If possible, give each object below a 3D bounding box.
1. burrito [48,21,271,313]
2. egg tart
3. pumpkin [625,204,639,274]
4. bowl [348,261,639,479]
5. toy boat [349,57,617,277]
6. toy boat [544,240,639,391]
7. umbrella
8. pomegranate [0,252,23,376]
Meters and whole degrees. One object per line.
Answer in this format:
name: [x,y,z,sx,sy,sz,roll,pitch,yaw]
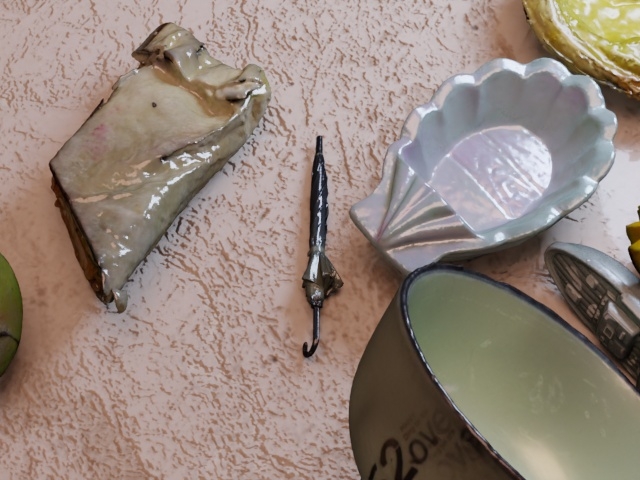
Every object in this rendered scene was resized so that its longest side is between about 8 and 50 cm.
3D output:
burrito: [-0.187,-0.079,1.968,0.175,0.107,0.348,13,55,29]
egg tart: [0.344,-0.261,2.070,0.278,0.095,0.279,0,62,0]
pumpkin: [0.383,0.028,1.886,0.130,0.149,0.254,-6,24,39]
bowl: [0.155,0.206,1.677,0.185,0.354,0.354,-49,58,22]
toy boat: [0.167,-0.062,1.940,0.290,0.100,0.199,-34,61,-19]
toy boat: [0.303,0.095,1.844,0.085,0.078,0.260,-25,60,-30]
umbrella: [0.003,-0.002,1.944,0.044,0.044,0.269,18,55,-22]
pomegranate: [-0.385,0.060,1.848,0.179,0.179,0.210,-37,51,-20]
